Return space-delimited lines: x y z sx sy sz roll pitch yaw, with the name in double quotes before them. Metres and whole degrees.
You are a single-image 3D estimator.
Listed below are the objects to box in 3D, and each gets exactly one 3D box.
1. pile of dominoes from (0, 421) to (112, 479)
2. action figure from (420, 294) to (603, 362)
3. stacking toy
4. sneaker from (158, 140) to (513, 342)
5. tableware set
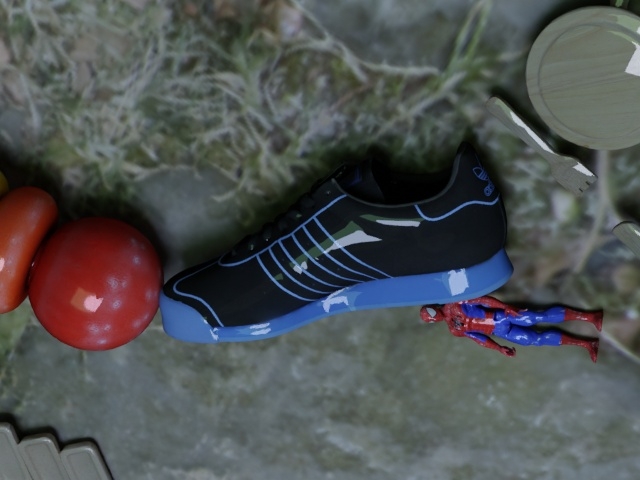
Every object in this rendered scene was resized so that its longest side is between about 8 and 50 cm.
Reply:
"pile of dominoes" -0.279 0.212 0.923 0.251 0.040 0.195 11 117 1
"action figure" 0.121 0.054 0.731 0.115 0.030 0.038 8 122 13
"stacking toy" -0.262 -0.015 0.753 0.330 0.141 0.141 23 119 -4
"sneaker" 0.000 0.000 0.711 0.232 0.081 0.090 -12 109 13
"tableware set" 0.203 -0.060 0.648 0.194 0.039 0.128 44 130 -1
